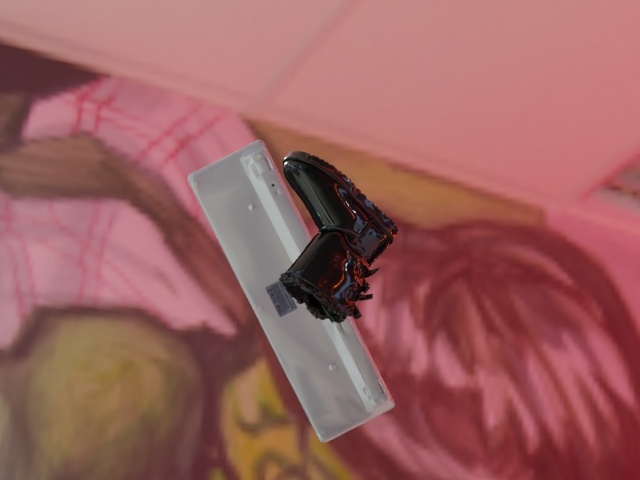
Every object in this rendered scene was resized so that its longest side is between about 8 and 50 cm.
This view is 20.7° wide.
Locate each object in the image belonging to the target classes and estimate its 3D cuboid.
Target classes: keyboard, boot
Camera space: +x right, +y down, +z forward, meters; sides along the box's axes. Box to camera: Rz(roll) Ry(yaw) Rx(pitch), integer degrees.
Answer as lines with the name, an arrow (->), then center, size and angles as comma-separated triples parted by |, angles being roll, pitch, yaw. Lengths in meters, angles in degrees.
keyboard -> -0.024, 0.044, 1.482 | 0.072, 0.256, 0.014 | -26, 4, 3
boot -> -0.001, 0.000, 1.393 | 0.121, 0.099, 0.045 | 40, -26, -14
